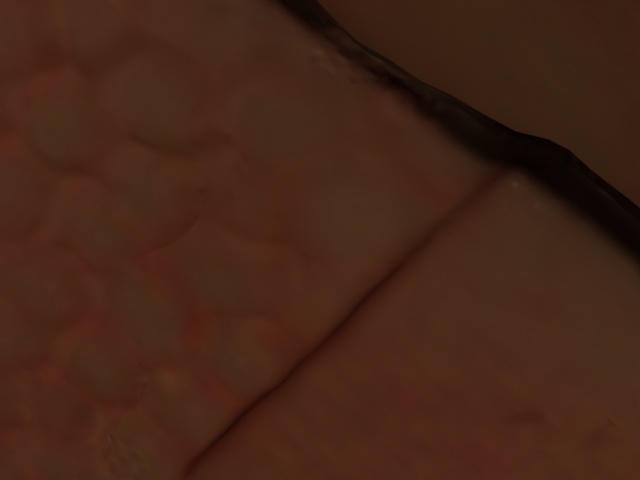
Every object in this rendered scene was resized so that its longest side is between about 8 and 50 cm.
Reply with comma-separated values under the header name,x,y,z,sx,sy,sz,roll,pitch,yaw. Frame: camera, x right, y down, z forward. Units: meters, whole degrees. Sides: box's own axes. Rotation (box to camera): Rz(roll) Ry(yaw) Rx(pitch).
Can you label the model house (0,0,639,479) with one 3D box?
name,x,y,z,sx,sy,sz,roll,pitch,yaw
model house,0.000,0.000,0.495,0.237,0.202,0.237,35,126,-10
